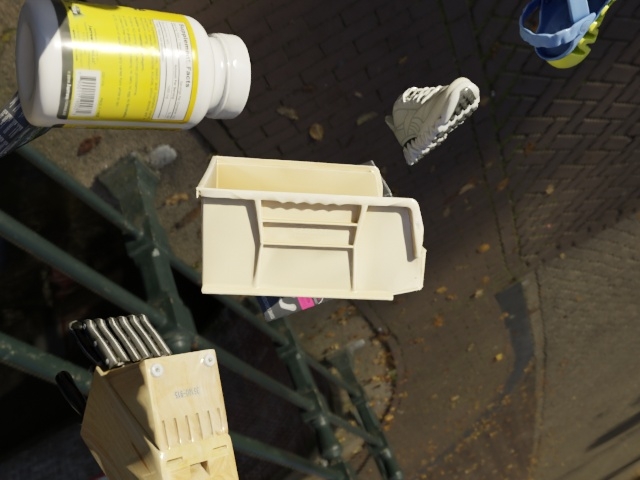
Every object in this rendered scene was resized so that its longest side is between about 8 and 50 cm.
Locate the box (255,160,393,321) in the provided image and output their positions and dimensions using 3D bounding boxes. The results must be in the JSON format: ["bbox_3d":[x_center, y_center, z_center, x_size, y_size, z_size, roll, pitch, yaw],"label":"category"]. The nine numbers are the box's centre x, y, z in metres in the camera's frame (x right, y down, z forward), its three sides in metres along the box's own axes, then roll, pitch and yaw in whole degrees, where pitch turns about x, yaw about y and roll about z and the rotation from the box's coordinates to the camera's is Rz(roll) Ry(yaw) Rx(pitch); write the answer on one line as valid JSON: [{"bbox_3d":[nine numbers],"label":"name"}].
[{"bbox_3d":[0.000,0.000,1.187,0.270,0.143,0.165,-20,121,1],"label":"box"}]

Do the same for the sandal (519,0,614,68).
[{"bbox_3d":[0.423,-0.422,1.105,0.138,0.126,0.318,-11,134,-35],"label":"sandal"}]

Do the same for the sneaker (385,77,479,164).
[{"bbox_3d":[0.188,-0.229,1.239,0.110,0.118,0.292,-36,178,-15],"label":"sneaker"}]

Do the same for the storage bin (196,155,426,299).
[{"bbox_3d":[-0.018,-0.025,0.882,0.260,0.262,0.123,2,103,-6],"label":"storage bin"}]

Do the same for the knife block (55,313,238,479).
[{"bbox_3d":[-0.207,0.212,0.771,0.088,0.276,0.242,-2,164,-44],"label":"knife block"}]

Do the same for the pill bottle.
[{"bbox_3d":[-0.290,-0.269,1.089,0.333,0.188,0.188,-4,138,-34],"label":"pill bottle"}]

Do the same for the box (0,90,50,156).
[{"bbox_3d":[-0.531,-0.287,1.357,0.270,0.216,0.060,-37,105,20],"label":"box"}]
